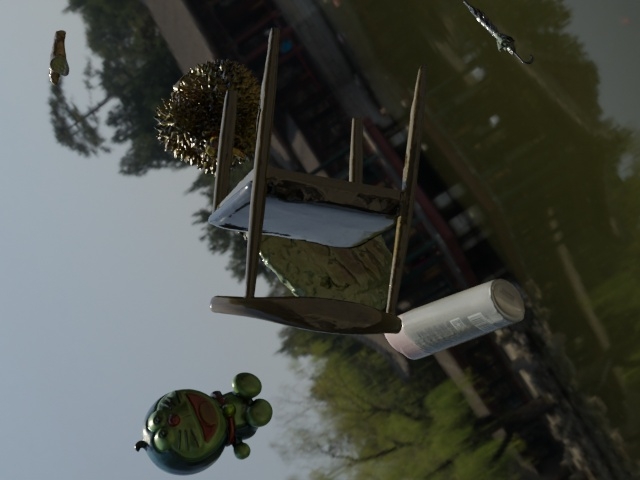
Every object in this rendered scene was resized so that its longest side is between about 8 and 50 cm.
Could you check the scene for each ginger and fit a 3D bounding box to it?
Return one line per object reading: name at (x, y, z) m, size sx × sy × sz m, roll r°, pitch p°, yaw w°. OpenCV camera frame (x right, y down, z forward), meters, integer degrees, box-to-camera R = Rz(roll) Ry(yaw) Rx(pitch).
ginger at (-0.459, -0.318, 1.361) m, size 0.030 × 0.097 × 0.048 m, roll -2°, pitch -158°, yaw -44°

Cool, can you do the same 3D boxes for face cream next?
face cream at (0.235, 0.146, 1.401) m, size 0.107 × 0.269 × 0.073 m, roll 39°, pitch -130°, yaw -18°

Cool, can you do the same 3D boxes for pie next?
pie at (0.000, 0.000, 1.198) m, size 0.306 × 0.071 × 0.306 m, roll 29°, pitch -153°, yaw -16°

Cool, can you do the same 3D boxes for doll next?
doll at (-0.280, 0.443, 1.839) m, size 0.186 × 0.322 × 0.198 m, roll 111°, pitch 143°, yaw -46°

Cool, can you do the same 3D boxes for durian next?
durian at (-0.223, -0.265, 1.708) m, size 0.293 × 0.258 × 0.258 m, roll 13°, pitch 145°, yaw 54°

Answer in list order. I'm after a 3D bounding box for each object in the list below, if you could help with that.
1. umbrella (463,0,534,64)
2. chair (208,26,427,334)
umbrella at (0.391, -0.475, 1.770) m, size 0.269 × 0.044 × 0.044 m, roll 55°, pitch 176°, yaw 36°
chair at (-0.010, -0.035, 0.763) m, size 0.166 × 0.188 × 0.272 m, roll 149°, pitch 128°, yaw -64°
